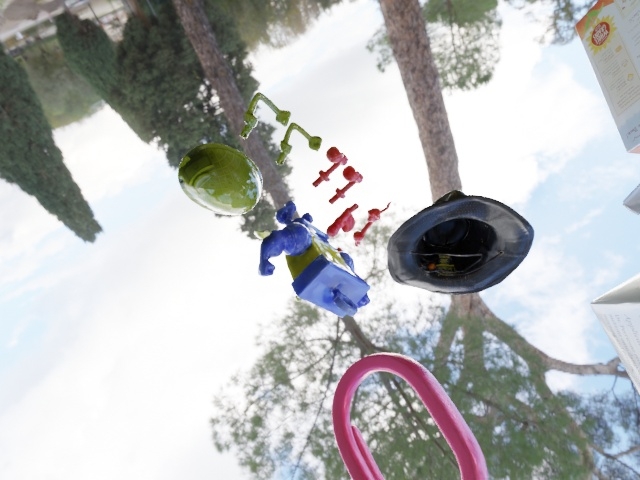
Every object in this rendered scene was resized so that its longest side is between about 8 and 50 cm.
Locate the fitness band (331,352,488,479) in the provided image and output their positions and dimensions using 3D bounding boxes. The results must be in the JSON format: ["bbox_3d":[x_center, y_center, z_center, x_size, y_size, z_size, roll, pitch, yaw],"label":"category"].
[{"bbox_3d":[0.128,0.318,0.758,0.209,0.054,0.291,-48,-125,23],"label":"fitness band"}]

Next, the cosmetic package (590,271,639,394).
[{"bbox_3d":[0.367,0.085,0.265,0.155,0.197,0.365,-27,178,-10],"label":"cosmetic package"}]

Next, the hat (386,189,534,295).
[{"bbox_3d":[0.291,-0.017,1.047,0.331,0.331,0.134,-12,-131,21],"label":"hat"}]

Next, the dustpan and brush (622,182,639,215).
[{"bbox_3d":[0.677,-0.096,0.914,0.060,0.211,0.147,54,-57,34],"label":"dustpan and brush"}]

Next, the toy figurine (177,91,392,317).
[{"bbox_3d":[0.000,0.000,0.667,0.191,0.362,0.217,-40,-131,14],"label":"toy figurine"}]

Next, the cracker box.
[{"bbox_3d":[0.446,-0.250,0.629,0.067,0.156,0.232,1,-113,-17],"label":"cracker box"}]
